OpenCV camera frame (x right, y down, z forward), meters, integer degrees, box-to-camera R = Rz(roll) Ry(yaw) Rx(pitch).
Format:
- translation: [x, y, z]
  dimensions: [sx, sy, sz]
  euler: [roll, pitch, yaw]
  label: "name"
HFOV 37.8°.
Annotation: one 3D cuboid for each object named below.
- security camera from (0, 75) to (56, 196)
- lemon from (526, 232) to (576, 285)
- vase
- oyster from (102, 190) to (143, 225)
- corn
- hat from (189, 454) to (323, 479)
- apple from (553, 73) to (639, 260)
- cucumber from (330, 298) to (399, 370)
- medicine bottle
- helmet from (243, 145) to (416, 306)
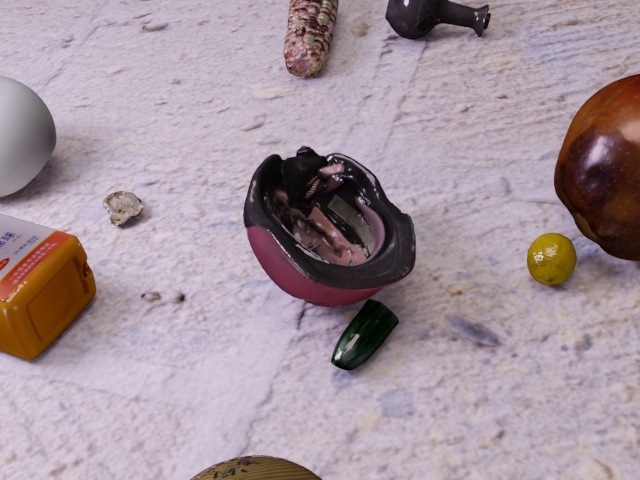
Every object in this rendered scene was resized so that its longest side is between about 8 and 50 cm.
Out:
- translation: [-0.523, -0.166, 1.420]
  dimensions: [0.236, 0.194, 0.194]
  euler: [2, 41, 8]
  label: "security camera"
- translation: [0.289, 0.021, 1.170]
  dimensions: [0.062, 0.062, 0.083]
  euler: [6, 42, 15]
  label: "lemon"
- translation: [0.210, -0.408, 1.658]
  dimensions: [0.183, 0.120, 0.120]
  euler: [12, 42, 1]
  label: "vase"
- translation: [-0.290, -0.049, 1.375]
  dimensions: [0.054, 0.019, 0.083]
  euler: [-22, 44, -14]
  label: "oyster"
- translation: [-0.015, -0.384, 1.679]
  dimensions: [0.092, 0.092, 0.280]
  euler: [-1, 45, 7]
  label: "corn"
- translation: [-0.075, 0.269, 0.922]
  dimensions: [0.193, 0.082, 0.193]
  euler: [-5, 39, 4]
  label: "hat"
- translation: [0.398, -0.089, 1.169]
  dimensions: [0.230, 0.230, 0.230]
  euler: [-4, 40, 4]
  label: "apple"
- translation: [0.050, 0.117, 1.107]
  dimensions: [0.048, 0.048, 0.105]
  euler: [20, 51, 28]
  label: "cucumber"
- translation: [-0.422, 0.048, 1.207]
  dimensions: [0.222, 0.112, 0.149]
  euler: [15, 45, 23]
  label: "medicine bottle"
- translation: [0.000, 0.000, 1.176]
  dimensions: [0.198, 0.154, 0.253]
  euler: [-4, 52, -21]
  label: "helmet"
